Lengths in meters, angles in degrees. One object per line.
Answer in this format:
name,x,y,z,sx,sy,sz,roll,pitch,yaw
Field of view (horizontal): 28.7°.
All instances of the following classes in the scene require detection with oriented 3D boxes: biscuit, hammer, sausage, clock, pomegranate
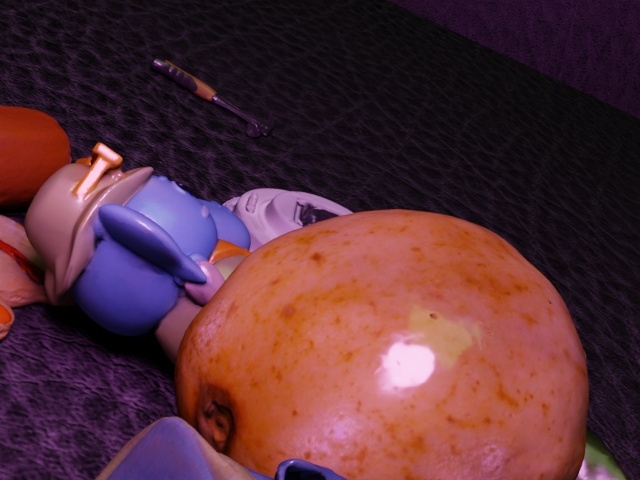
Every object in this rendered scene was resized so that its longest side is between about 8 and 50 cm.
biscuit,-0.301,0.029,1.028,0.153,0.030,0.234,33,23,23
hammer,-0.147,-0.199,1.713,0.201,0.021,0.078,32,23,15
sausage,-0.359,-0.071,1.100,0.094,0.097,0.348,30,22,33
clock,0.000,0.000,1.380,0.236,0.053,0.236,21,21,-8
pomegranate,0.040,0.111,0.897,0.307,0.307,0.307,21,22,-9

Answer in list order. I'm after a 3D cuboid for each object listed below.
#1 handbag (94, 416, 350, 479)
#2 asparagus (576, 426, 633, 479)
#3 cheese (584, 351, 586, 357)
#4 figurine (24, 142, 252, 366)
handbag,-0.005,0.234,0.574,0.241,0.222,0.263,28,12,-46
asparagus,0.163,0.173,1.093,0.382,0.108,0.128,33,22,15
cheese,0.202,0.113,1.357,0.192,0.037,0.097,5,28,-39
figurine,-0.129,0.032,1.053,0.262,0.154,0.180,42,8,-29
